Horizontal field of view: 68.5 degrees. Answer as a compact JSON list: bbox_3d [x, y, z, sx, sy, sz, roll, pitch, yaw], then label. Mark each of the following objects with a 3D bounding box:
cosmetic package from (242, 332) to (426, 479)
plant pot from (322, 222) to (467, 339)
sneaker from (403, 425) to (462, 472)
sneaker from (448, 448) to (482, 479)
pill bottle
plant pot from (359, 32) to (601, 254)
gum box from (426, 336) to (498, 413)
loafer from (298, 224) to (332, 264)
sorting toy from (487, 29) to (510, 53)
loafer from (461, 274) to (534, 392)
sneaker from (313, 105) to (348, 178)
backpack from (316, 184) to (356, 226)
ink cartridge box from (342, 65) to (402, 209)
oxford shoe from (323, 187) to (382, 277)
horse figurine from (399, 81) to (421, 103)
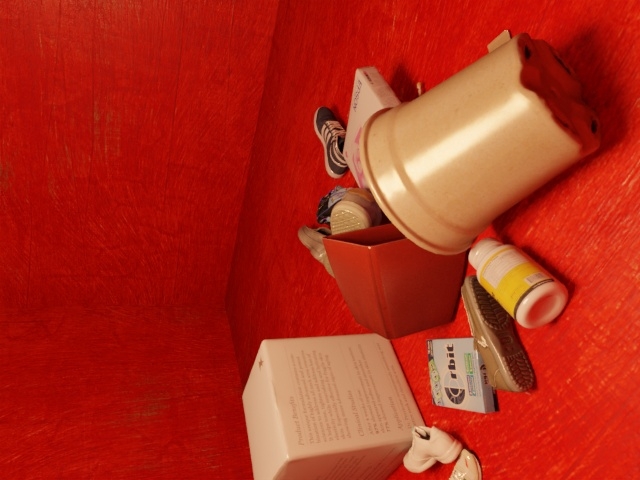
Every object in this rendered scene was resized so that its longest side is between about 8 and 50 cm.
[{"bbox_3d":[0.017,0.491,1.331,0.327,0.394,0.329,112,150,-41],"label":"cosmetic package"},{"bbox_3d":[0.188,0.091,1.153,0.267,0.267,0.235,-169,69,-67],"label":"plant pot"},{"bbox_3d":[0.248,0.493,1.137,0.094,0.080,0.212,42,139,7],"label":"sneaker"},{"bbox_3d":[0.307,0.546,1.042,0.057,0.076,0.161,-160,72,-66],"label":"sneaker"},{"bbox_3d":[0.365,0.072,0.893,0.184,0.103,0.103,-121,38,-53],"label":"pill bottle"},{"bbox_3d":[0.294,-0.183,0.847,0.305,0.334,0.333,-35,56,47],"label":"plant pot"},{"bbox_3d":[0.317,0.302,1.076,0.184,0.041,0.156,150,118,-65],"label":"gum box"},{"bbox_3d":[0.000,0.000,1.803,0.111,0.112,0.319,-48,29,2],"label":"loafer"},{"bbox_3d":[0.378,-0.399,1.008,0.083,0.012,0.061,-35,62,59],"label":"sorting toy"},{"bbox_3d":[0.339,0.190,0.960,0.087,0.095,0.251,-50,44,50],"label":"loafer"},{"bbox_3d":[0.057,-0.377,1.664,0.153,0.099,0.282,134,126,-65],"label":"sneaker"},{"bbox_3d":[0.091,-0.108,1.510,0.173,0.158,0.116,-40,33,45],"label":"backpack"},{"bbox_3d":[0.163,-0.247,1.303,0.324,0.072,0.330,98,154,-53],"label":"ink cartridge box"},{"bbox_3d":[0.103,0.003,1.450,0.449,0.169,0.130,92,-157,-56],"label":"oxford shoe"},{"bbox_3d":[0.217,-0.323,1.323,0.263,0.066,0.174,162,109,-66],"label":"horse figurine"}]
